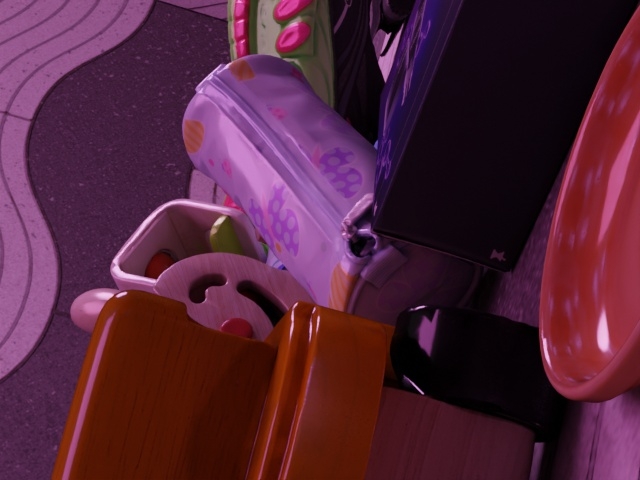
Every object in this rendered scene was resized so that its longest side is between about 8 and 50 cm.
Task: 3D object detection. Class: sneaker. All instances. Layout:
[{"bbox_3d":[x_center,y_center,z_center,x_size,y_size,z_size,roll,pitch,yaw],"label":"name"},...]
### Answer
[{"bbox_3d":[0.002,-0.095,1.711,0.185,0.202,0.483,10,98,42],"label":"sneaker"},{"bbox_3d":[0.093,-0.319,1.869,0.089,0.051,0.170,147,135,-74],"label":"sneaker"}]

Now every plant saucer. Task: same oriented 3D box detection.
[{"bbox_3d":[0.148,-0.023,0.659,0.200,0.037,0.200,-164,90,-83],"label":"plant saucer"}]

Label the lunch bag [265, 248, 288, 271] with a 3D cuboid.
[{"bbox_3d":[0.000,0.000,1.513,0.151,0.096,0.129,-30,34,35],"label":"lunch bag"}]

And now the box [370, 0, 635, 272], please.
[{"bbox_3d":[0.119,-0.142,0.956,0.184,0.103,0.261,-87,14,-55],"label":"box"}]

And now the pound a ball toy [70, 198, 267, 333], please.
[{"bbox_3d":[-0.146,0.108,1.578,0.208,0.135,0.319,-54,-42,-33],"label":"pound a ball toy"}]

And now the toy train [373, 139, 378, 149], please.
[{"bbox_3d":[0.068,-0.027,1.220,0.184,0.080,0.105,148,132,-81],"label":"toy train"}]

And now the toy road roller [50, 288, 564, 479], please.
[{"bbox_3d":[-0.023,0.132,0.834,0.329,0.240,0.203,128,158,-74],"label":"toy road roller"}]

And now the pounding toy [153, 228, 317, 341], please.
[{"bbox_3d":[-0.071,0.068,1.323,0.155,0.154,0.269,94,175,-46],"label":"pounding toy"}]

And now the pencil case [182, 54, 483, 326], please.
[{"bbox_3d":[0.000,-0.029,1.091,0.113,0.124,0.273,-53,44,12],"label":"pencil case"}]
